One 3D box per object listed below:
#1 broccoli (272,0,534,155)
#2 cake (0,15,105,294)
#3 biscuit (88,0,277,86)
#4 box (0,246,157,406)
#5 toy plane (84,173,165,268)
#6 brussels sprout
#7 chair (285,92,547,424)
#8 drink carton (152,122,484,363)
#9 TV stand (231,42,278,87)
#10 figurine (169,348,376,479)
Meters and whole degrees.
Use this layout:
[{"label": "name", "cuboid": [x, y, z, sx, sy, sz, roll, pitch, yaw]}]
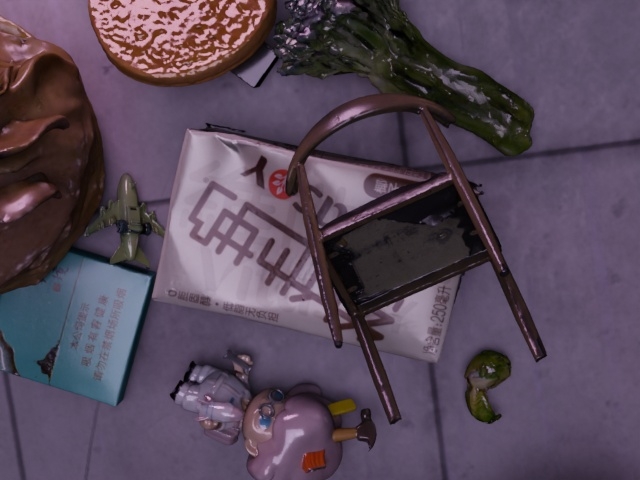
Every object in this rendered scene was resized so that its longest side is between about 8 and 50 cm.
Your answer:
[{"label": "broccoli", "cuboid": [0.101, -0.187, 1.253, 0.304, 0.145, 0.165, 30, 103, -12]}, {"label": "cake", "cuboid": [-0.395, -0.093, 1.181, 0.333, 0.321, 0.332, 0, 87, -1]}, {"label": "biscuit", "cuboid": [-0.131, -0.296, 1.255, 0.202, 0.044, 0.288, 17, 76, 9]}, {"label": "box", "cuboid": [-0.319, 0.082, 1.358, 0.229, 0.041, 0.162, 17, 97, 3]}, {"label": "toy plane", "cuboid": [-0.216, -0.024, 1.328, 0.102, 0.040, 0.111, 7, 76, -37]}, {"label": "brussels sprout", "cuboid": [0.185, 0.165, 1.323, 0.051, 0.046, 0.083, 12, 99, 10]}, {"label": "chair", "cuboid": [0.083, 0.006, 1.131, 0.188, 0.272, 0.166, -24, 139, 7]}, {"label": "drink carton", "cuboid": [0.001, 0.000, 1.277, 0.325, 0.132, 0.194, 12, 97, 4]}, {"label": "TV stand", "cuboid": [-0.163, -0.260, 1.302, 0.256, 0.040, 0.049, 34, 100, 0]}, {"label": "figurine", "cuboid": [-0.057, 0.208, 1.318, 0.229, 0.137, 0.112, 24, 130, 5]}]
